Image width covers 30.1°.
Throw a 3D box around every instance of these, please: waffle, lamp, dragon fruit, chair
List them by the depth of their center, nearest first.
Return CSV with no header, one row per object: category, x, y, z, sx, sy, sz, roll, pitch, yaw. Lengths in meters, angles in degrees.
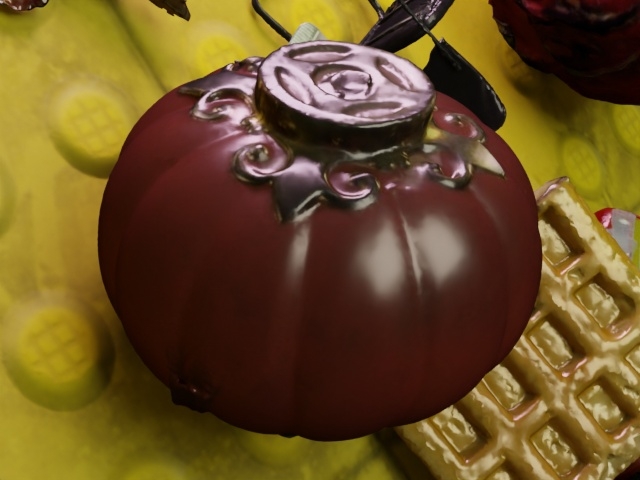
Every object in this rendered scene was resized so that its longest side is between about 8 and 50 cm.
lamp,0.000,0.000,0.819,0.303,0.257,0.303,6,34,-4
waffle,0.173,0.104,0.976,0.248,0.055,0.221,-39,93,-10
chair,0.076,-0.194,1.067,0.221,0.140,0.145,48,48,-15
dragon fruit,0.318,-0.291,1.204,0.329,0.329,0.329,18,59,-34

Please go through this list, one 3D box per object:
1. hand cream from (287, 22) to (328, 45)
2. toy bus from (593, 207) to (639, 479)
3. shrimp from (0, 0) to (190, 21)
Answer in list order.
hand cream,0.069,-0.041,1.018,0.306,0.093,0.147,36,74,-22
toy bus,0.266,0.097,1.114,0.120,0.121,0.265,30,54,-17
shrimp,-0.209,-0.227,0.903,0.251,0.052,0.143,31,63,-17
